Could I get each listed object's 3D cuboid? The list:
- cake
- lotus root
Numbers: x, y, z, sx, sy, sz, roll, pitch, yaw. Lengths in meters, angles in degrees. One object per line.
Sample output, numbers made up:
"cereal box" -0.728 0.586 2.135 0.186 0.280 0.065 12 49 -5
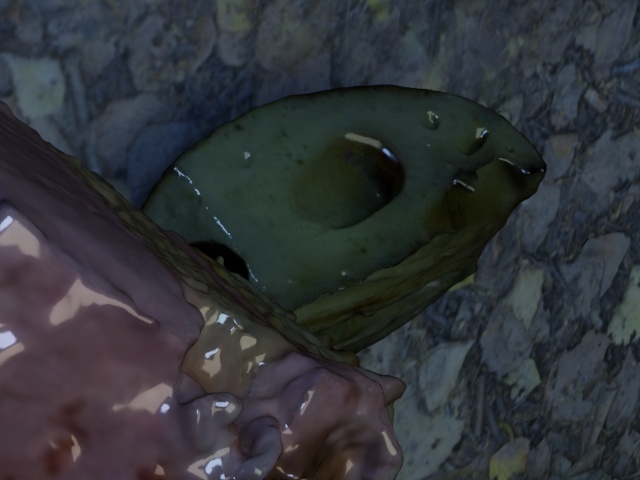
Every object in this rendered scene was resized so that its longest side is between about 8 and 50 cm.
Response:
"cake" -0.157 0.111 0.689 0.314 0.293 0.307 -51 125 -2
"lotus root" -0.002 -0.005 0.990 0.314 0.142 0.210 -19 155 -44
